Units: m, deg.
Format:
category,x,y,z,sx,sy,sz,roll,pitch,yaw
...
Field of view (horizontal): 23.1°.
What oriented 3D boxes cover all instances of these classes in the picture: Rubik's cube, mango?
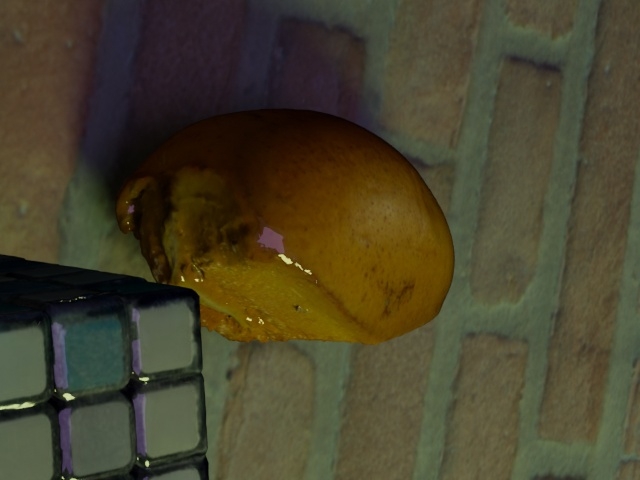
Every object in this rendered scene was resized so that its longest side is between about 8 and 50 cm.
category,x,y,z,sx,sy,sz,roll,pitch,yaw
Rubik's cube,-0.262,0.173,1.038,0.292,0.287,0.293,-11,100,-38
mango,0.000,0.000,1.311,0.350,0.201,0.199,8,118,-48
